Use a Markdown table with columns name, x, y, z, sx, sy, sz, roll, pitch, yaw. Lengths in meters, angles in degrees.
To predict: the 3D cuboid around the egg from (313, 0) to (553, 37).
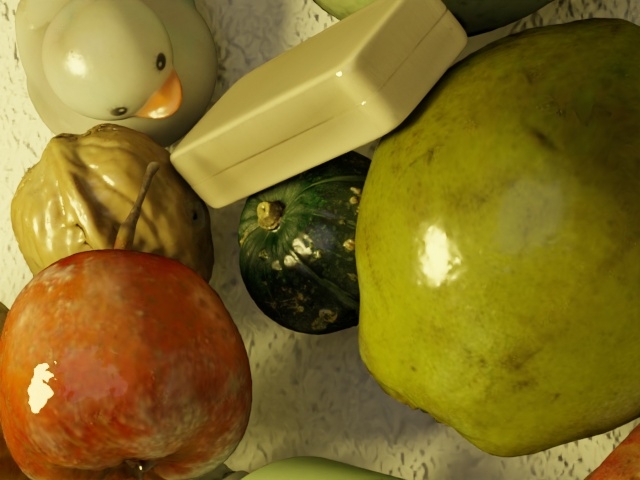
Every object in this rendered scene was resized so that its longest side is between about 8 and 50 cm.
| name | x | y | z | sx | sy | sz | roll | pitch | yaw |
| --- | --- | --- | --- | --- | --- | --- | --- | --- | --- |
| egg | 0.129 | -0.335 | 1.668 | 0.379 | 0.287 | 0.288 | -8 | 77 | 28 |

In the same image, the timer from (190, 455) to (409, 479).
| name | x | y | z | sx | sy | sz | roll | pitch | yaw |
| --- | --- | --- | --- | --- | --- | --- | --- | --- | --- |
| timer | -0.064 | 0.309 | 1.673 | 0.315 | 0.290 | 0.291 | 23 | 90 | 46 |

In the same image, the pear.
| name | x | y | z | sx | sy | sz | roll | pitch | yaw |
| --- | --- | --- | --- | --- | --- | --- | --- | --- | --- |
| pear | 0.208 | -0.014 | 1.564 | 0.352 | 0.352 | 0.413 | 33 | 85 | 25 |

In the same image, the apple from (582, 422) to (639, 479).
| name | x | y | z | sx | sy | sz | roll | pitch | yaw |
| --- | --- | --- | --- | --- | --- | --- | --- | --- | --- |
| apple | 0.320 | 0.267 | 1.506 | 0.253 | 0.253 | 0.254 | -5 | 78 | 23 |

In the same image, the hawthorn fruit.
| name | x | y | z | sx | sy | sz | roll | pitch | yaw |
| --- | --- | --- | --- | --- | --- | --- | --- | --- | --- |
| hawthorn fruit | -0.193 | 0.115 | 1.613 | 0.263 | 0.235 | 0.231 | 46 | 125 | 18 |

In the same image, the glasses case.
| name | x | y | z | sx | sy | sz | roll | pitch | yaw |
| --- | --- | --- | --- | --- | --- | --- | --- | --- | --- |
| glasses case | -0.009 | -0.130 | 1.658 | 0.144 | 0.076 | 0.336 | -51 | 17 | -30 |

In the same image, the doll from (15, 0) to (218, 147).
| name | x | y | z | sx | sy | sz | roll | pitch | yaw |
| --- | --- | --- | --- | --- | --- | --- | --- | --- | --- |
| doll | -0.226 | -0.197 | 1.844 | 0.251 | 0.221 | 0.221 | 41 | 97 | 25 |

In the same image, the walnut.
| name | x | y | z | sx | sy | sz | roll | pitch | yaw |
| --- | --- | --- | --- | --- | --- | --- | --- | --- | --- |
| walnut | -0.207 | -0.006 | 1.798 | 0.198 | 0.245 | 0.198 | -24 | 27 | 13 |

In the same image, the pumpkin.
| name | x | y | z | sx | sy | sz | roll | pitch | yaw |
| --- | --- | --- | --- | --- | --- | --- | --- | --- | --- |
| pumpkin | 0.000 | -0.001 | 1.735 | 0.190 | 0.146 | 0.190 | -9 | 76 | 37 |

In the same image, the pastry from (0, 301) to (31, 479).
| name | x | y | z | sx | sy | sz | roll | pitch | yaw |
| --- | --- | --- | --- | --- | --- | --- | --- | --- | --- |
| pastry | -0.412 | 0.225 | 1.745 | 0.388 | 0.388 | 0.312 | -51 | 51 | 7 |
